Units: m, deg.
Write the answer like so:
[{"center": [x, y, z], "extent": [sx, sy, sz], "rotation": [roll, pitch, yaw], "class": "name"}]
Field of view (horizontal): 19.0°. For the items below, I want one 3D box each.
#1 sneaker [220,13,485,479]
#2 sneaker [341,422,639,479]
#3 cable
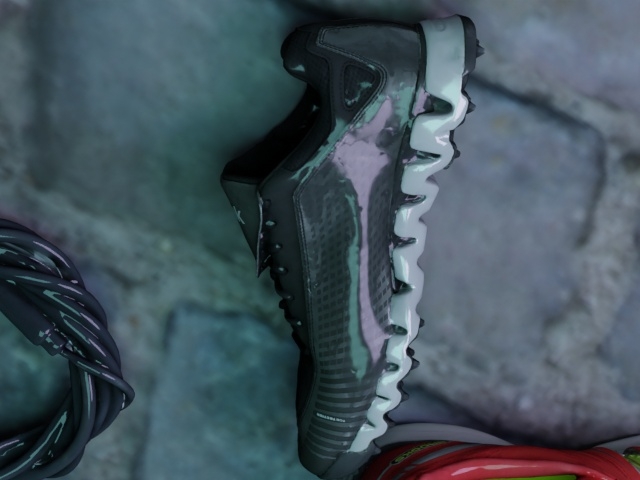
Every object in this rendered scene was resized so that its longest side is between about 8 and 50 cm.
[{"center": [0.000, 0.000, 0.902], "extent": [0.106, 0.078, 0.234], "rotation": [9, 108, -11], "class": "sneaker"}, {"center": [0.148, 0.150, 0.953], "extent": [0.279, 0.118, 0.107], "rotation": [2, 90, -12], "class": "sneaker"}, {"center": [-0.179, 0.052, 0.912], "extent": [0.185, 0.047, 0.150], "rotation": [9, 106, -11], "class": "cable"}]
